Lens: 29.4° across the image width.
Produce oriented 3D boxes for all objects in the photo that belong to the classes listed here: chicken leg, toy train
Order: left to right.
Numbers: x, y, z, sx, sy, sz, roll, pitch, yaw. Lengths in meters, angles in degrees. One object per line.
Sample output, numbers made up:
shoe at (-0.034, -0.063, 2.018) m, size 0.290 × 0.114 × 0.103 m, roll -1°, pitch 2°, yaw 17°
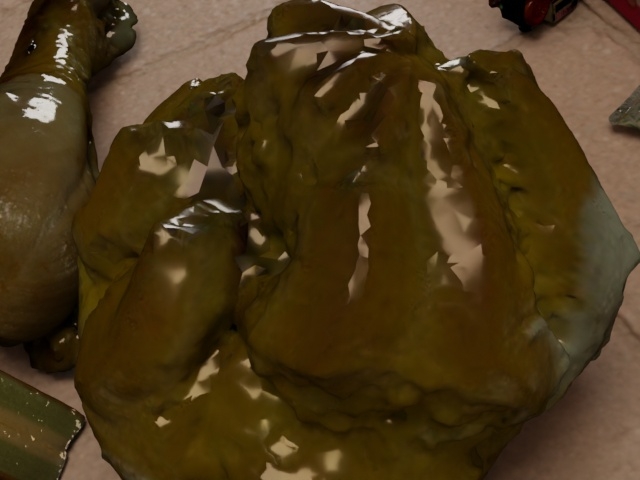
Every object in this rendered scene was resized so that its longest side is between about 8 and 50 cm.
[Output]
chicken leg at (-0.232, -0.092, 1.001) m, size 0.201 × 0.153 × 0.429 m, roll 5°, pitch 44°, yaw 2°
toy train at (0.182, -0.244, 1.018) m, size 0.087 × 0.138 × 0.050 m, roll -39°, pitch 50°, yaw -25°

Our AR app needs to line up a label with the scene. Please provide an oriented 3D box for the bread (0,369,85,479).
bread at (-0.246, 0.118, 0.852) m, size 0.139 × 0.084 × 0.074 m, roll 10°, pitch 53°, yaw 20°

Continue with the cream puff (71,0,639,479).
cream puff at (0.000, 0.000, 0.770) m, size 0.378 × 0.275 × 0.378 m, roll -7°, pitch 52°, yaw 9°

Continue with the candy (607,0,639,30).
candy at (0.306, -0.273, 1.039) m, size 0.157 × 0.100 × 0.306 m, roll -25°, pitch 51°, yaw -9°

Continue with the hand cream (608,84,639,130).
hand cream at (0.316, -0.081, 0.915) m, size 0.194 × 0.042 × 0.067 m, roll 26°, pitch 62°, yaw 35°
